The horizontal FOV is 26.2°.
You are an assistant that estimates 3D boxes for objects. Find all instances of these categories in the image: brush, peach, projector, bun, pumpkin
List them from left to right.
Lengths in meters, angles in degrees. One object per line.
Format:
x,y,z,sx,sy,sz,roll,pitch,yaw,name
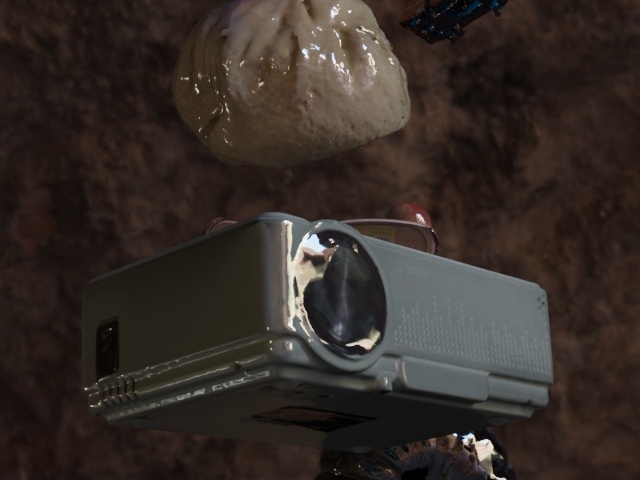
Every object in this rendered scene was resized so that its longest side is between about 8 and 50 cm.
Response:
-0.042,-0.199,1.605,0.282,0.281,0.204,-17,-76,4,bun
0.000,0.001,1.830,0.313,0.072,0.067,1,10,3,brush
0.003,0.071,0.870,0.257,0.099,0.192,15,-26,-42,projector
0.139,-0.019,2.173,0.083,0.083,0.083,-13,-31,-8,peach
0.087,0.233,1.229,0.194,0.194,0.150,10,-18,-38,pumpkin

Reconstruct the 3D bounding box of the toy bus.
0.190,-0.327,1.777,0.074,0.096,0.235,29,-26,-21,toy bus
